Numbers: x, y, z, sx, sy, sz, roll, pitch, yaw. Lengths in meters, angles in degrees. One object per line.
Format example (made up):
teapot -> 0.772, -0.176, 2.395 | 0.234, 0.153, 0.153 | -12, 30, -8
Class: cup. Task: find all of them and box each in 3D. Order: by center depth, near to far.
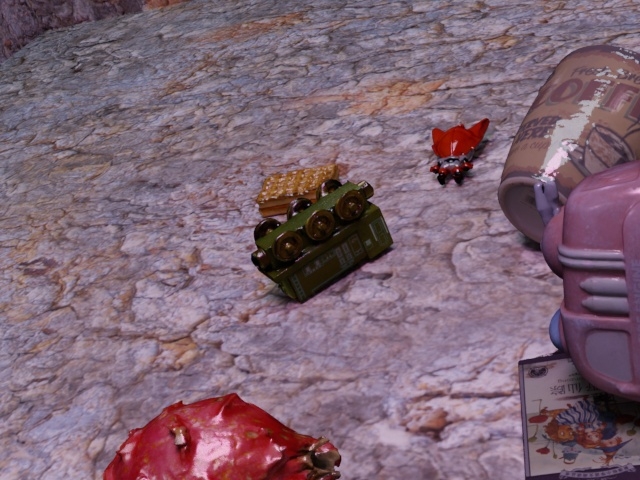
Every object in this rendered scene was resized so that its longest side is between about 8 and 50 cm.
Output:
cup -> 0.414, -0.098, 1.335 | 0.301, 0.227, 0.257 | 31, 66, 18

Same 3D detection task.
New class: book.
book -> 0.307, 0.200, 1.042 | 0.158, 0.026, 0.231 | -10, 31, 16

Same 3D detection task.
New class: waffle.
waffle -> -0.039, -0.093, 1.701 | 0.148, 0.042, 0.102 | -9, 30, 17

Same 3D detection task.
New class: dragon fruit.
dragon fruit -> -0.109, 0.268, 1.013 | 0.268, 0.210, 0.205 | -12, 47, 1

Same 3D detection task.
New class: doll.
doll -> 0.239, -0.162, 1.635 | 0.109, 0.057, 0.169 | -9, 31, 24

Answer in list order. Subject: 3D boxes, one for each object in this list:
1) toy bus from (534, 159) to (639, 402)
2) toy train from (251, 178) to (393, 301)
toy bus -> 0.358, 0.047, 0.993 | 0.232, 0.294, 0.197 | -2, 18, 27
toy train -> 0.000, 0.000, 1.440 | 0.226, 0.137, 0.090 | -33, 31, -15
